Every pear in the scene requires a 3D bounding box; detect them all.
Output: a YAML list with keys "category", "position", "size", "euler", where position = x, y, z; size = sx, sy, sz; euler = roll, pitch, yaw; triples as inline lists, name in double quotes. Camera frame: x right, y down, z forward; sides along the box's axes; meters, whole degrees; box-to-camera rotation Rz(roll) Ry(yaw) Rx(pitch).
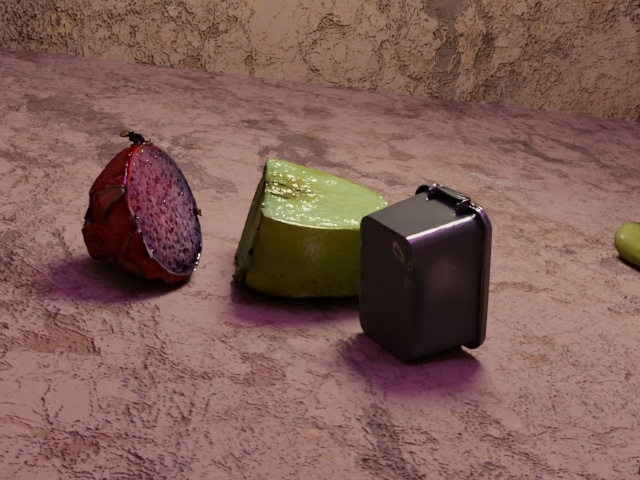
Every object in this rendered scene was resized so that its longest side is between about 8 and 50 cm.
- category: "pear"
  position: [0.000, 0.000, 1.832]
  size: [0.292, 0.159, 0.292]
  euler: [10, 23, -4]

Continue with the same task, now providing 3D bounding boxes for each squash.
- category: "squash"
  position: [0.643, 0.037, 2.164]
  size: [0.083, 0.083, 0.250]
  euler: [1, 25, -24]

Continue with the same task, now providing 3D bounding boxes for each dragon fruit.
- category: "dragon fruit"
  position: [-0.296, -0.031, 1.772]
  size: [0.148, 0.218, 0.224]
  euler: [-16, -35, 23]

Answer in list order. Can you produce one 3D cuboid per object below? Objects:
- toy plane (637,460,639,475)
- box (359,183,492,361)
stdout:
- category: "toy plane"
  position: [0.487, 0.302, 1.316]
  size: [0.229, 0.092, 0.244]
  euler: [7, 20, -13]
- category: "box"
  position: [0.144, 0.053, 1.656]
  size: [0.135, 0.243, 0.163]
  euler: [-18, 32, -30]
